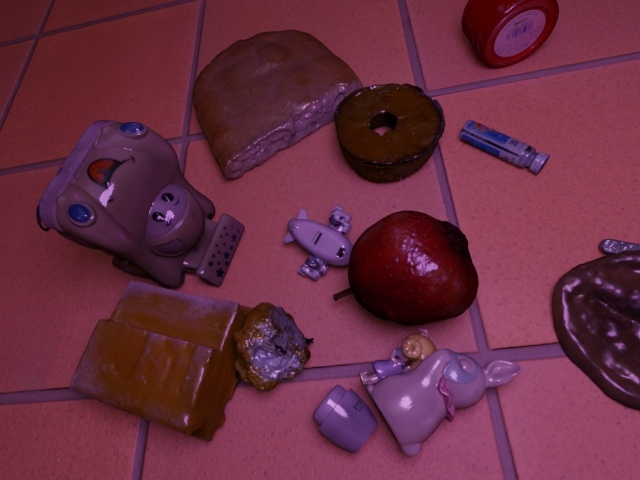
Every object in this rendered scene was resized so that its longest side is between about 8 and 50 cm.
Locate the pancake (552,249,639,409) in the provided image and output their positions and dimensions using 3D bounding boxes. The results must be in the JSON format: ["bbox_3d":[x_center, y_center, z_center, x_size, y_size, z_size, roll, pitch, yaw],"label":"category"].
[{"bbox_3d":[0.562,0.143,0.677,0.295,0.049,0.294,-5,69,12],"label":"pancake"}]

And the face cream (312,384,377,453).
[{"bbox_3d":[0.042,0.307,0.691,0.095,0.091,0.091,36,76,18],"label":"face cream"}]

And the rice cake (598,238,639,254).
[{"bbox_3d":[0.620,0.027,0.739,0.180,0.042,0.030,13,93,18],"label":"rice cake"}]

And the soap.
[{"bbox_3d":[-0.297,0.218,0.789,0.282,0.143,0.259,6,62,21],"label":"soap"}]

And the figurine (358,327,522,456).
[{"bbox_3d":[0.201,0.232,0.682,0.236,0.127,0.155,-29,51,-9],"label":"figurine"}]

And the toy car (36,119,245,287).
[{"bbox_3d":[-0.331,-0.050,0.814,0.227,0.336,0.241,12,67,16],"label":"toy car"}]

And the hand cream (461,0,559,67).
[{"bbox_3d":[0.455,-0.534,0.971,0.193,0.193,0.125,-19,64,2],"label":"hand cream"}]

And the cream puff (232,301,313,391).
[{"bbox_3d":[-0.103,0.200,0.753,0.156,0.156,0.121,-40,27,-9],"label":"cream puff"}]

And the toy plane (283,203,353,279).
[{"bbox_3d":[-0.001,0.000,0.863,0.174,0.080,0.173,-4,78,21],"label":"toy plane"}]

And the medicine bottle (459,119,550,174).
[{"bbox_3d":[0.407,-0.211,0.896,0.191,0.051,0.051,36,76,24],"label":"medicine bottle"}]

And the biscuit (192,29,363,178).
[{"bbox_3d":[-0.140,-0.423,1.093,0.430,0.104,0.445,-27,62,-2],"label":"biscuit"}]

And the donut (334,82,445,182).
[{"bbox_3d":[0.156,-0.252,0.947,0.273,0.107,0.271,-4,59,7],"label":"donut"}]

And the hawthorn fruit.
[{"bbox_3d":[0.138,0.055,0.737,0.266,0.230,0.210,-19,96,26],"label":"hawthorn fruit"}]
